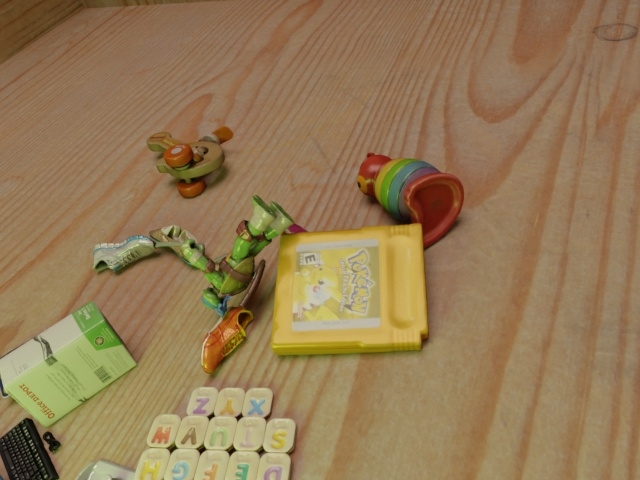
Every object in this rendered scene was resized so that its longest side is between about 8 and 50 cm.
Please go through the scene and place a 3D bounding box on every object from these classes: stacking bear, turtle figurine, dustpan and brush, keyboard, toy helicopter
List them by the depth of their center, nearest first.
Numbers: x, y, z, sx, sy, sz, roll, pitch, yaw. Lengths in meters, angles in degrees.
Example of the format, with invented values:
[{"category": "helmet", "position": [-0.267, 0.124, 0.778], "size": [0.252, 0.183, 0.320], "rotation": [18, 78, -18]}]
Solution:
[{"category": "dustpan and brush", "position": [-0.407, 0.483, 0.978], "size": [0.147, 0.060, 0.211], "rotation": [6, 46, 23]}, {"category": "keyboard", "position": [-0.578, 0.426, 1.122], "size": [0.108, 0.023, 0.180], "rotation": [-36, 46, -21]}, {"category": "turtle figurine", "position": [-0.209, 0.001, 1.251], "size": [0.266, 0.197, 0.275], "rotation": [-47, 37, 12]}, {"category": "stacking bear", "position": [0.197, -0.132, 1.387], "size": [0.164, 0.176, 0.289], "rotation": [-30, 36, -18]}, {"category": "toy helicopter", "position": [-0.424, -0.289, 1.760], "size": [0.235, 0.140, 0.355], "rotation": [-38, 44, -25]}]

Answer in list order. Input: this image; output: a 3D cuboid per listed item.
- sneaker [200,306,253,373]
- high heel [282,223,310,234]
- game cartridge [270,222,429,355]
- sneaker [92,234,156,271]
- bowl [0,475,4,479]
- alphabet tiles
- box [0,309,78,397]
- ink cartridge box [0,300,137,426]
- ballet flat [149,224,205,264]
[{"category": "sneaker", "position": [-0.201, 0.208, 1.205], "size": [0.067, 0.064, 0.175], "rotation": [3, 45, 25]}, {"category": "high heel", "position": [0.000, 0.000, 1.354], "size": [0.117, 0.082, 0.244], "rotation": [-33, 44, -20]}, {"category": "game cartridge", "position": [0.063, 0.099, 1.199], "size": [0.323, 0.053, 0.286], "rotation": [-5, 58, 12]}, {"category": "sneaker", "position": [-0.520, 0.045, 1.488], "size": [0.190, 0.071, 0.083], "rotation": [-13, 49, 15]}, {"category": "bowl", "position": [-0.707, 0.576, 0.961], "size": [0.390, 0.077, 0.391], "rotation": [-9, 42, 8]}, {"category": "alphabet tiles", "position": [-0.189, 0.385, 1.026], "size": [0.283, 0.021, 0.278], "rotation": [-1, 41, 9]}, {"category": "box", "position": [-0.631, 0.265, 1.300], "size": [0.225, 0.037, 0.136], "rotation": [-32, 44, -19]}, {"category": "ink cartridge box", "position": [-0.529, 0.259, 1.182], "size": [0.219, 0.160, 0.092], "rotation": [-34, 44, -20]}, {"category": "ballet flat", "position": [-0.372, -0.002, 1.475], "size": [0.206, 0.073, 0.067], "rotation": [27, 100, 30]}]
